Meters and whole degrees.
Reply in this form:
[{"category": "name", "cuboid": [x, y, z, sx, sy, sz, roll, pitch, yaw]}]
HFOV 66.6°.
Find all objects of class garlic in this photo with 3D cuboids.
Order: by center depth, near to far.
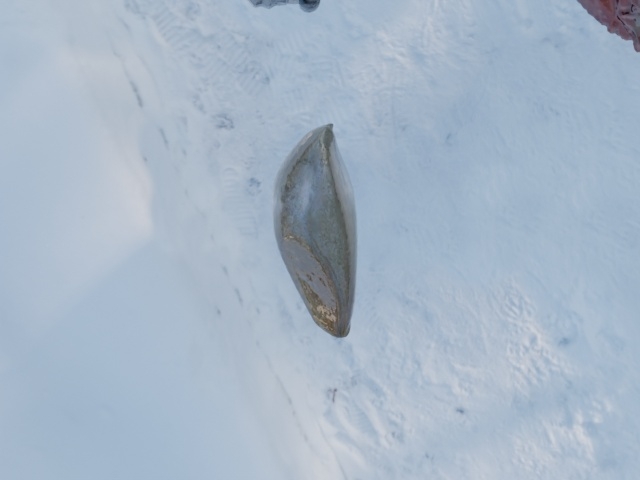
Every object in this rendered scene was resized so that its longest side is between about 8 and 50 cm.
[{"category": "garlic", "cuboid": [-0.004, -0.006, 0.652, 0.112, 0.143, 0.318, -21, 125, -11]}]

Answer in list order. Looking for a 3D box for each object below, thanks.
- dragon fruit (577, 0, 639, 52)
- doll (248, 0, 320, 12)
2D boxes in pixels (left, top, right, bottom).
[{"category": "dragon fruit", "cuboid": [0.366, -0.309, 0.417, 0.240, 0.302, 0.330, -27, 114, -7]}, {"category": "doll", "cuboid": [-0.067, -0.253, 0.391, 0.180, 0.079, 0.094, 42, 84, -10]}]
